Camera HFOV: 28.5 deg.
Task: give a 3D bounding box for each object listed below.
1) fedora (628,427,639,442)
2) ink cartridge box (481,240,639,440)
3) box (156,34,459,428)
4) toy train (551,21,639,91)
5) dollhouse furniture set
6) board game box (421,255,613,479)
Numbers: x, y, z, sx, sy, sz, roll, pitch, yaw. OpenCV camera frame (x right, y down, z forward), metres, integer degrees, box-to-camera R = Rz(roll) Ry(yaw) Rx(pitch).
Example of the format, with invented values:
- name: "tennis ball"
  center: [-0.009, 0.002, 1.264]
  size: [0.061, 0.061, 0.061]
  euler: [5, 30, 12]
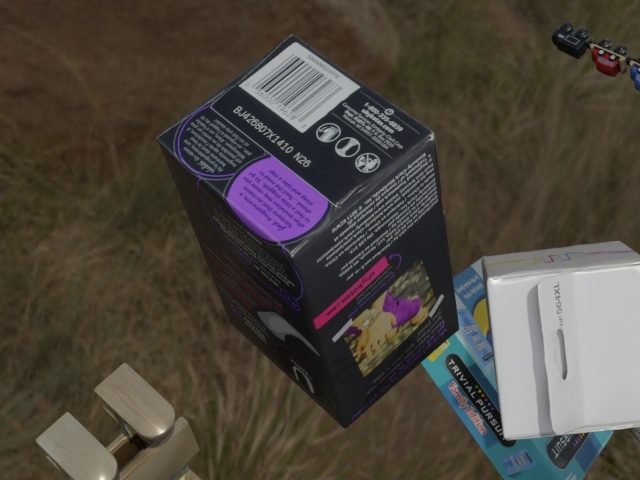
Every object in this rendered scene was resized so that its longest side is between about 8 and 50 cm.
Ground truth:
- name: "fedora"
  center: [0.376, 0.164, 1.202]
  size: [0.243, 0.124, 0.275]
  euler: [32, 20, -19]
- name: "ink cartridge box"
  center: [0.143, 0.055, 0.723]
  size: [0.089, 0.092, 0.143]
  euler: [-7, 5, 6]
- name: "box"
  center: [0.000, 0.000, 1.008]
  size: [0.143, 0.270, 0.165]
  euler: [-39, 58, -17]
- name: "toy train"
  center: [0.326, -0.204, 1.414]
  size: [0.158, 0.027, 0.036]
  euler: [33, 68, 34]
- name: "dollhouse furniture set"
  center: [-0.206, 0.292, 1.281]
  size: [0.161, 0.212, 0.242]
  euler: [37, 67, 27]
- name: "board game box"
  center: [0.273, 0.202, 1.837]
  size: [0.336, 0.079, 0.253]
  euler: [54, 28, 5]
